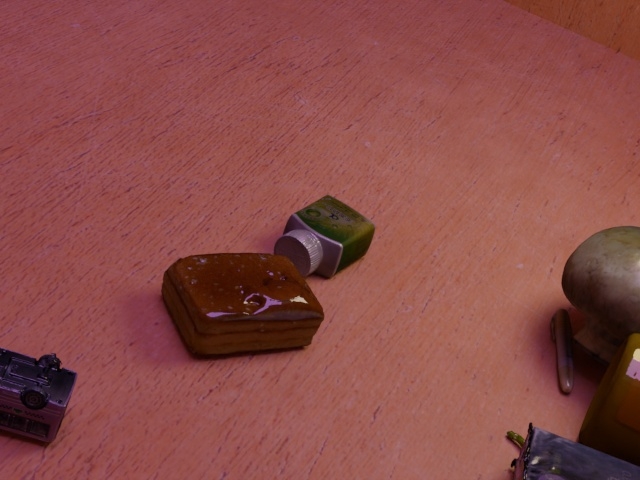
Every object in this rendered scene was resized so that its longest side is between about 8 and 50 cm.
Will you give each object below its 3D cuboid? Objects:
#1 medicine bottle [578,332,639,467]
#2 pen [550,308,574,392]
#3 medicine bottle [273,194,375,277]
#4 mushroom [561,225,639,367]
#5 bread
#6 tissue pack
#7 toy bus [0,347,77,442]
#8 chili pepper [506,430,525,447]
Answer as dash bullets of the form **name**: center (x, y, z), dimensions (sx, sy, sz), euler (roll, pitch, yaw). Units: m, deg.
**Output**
- **medicine bottle**: center (0.653, 0.330, 1.960), dimensions (0.384, 0.224, 0.224), euler (26, 35, 12)
- **pen**: center (0.459, 0.206, 2.214), dimensions (0.040, 0.032, 0.233), euler (1, 34, 9)
- **medicine bottle**: center (0.000, 0.000, 2.230), dimensions (0.132, 0.088, 0.188), euler (34, 37, 20)
- **mushroom**: center (0.606, 0.127, 2.183), dimensions (0.352, 0.260, 0.352), euler (35, 6, -4)
- **bread**: center (-0.135, 0.102, 2.005), dimensions (0.234, 0.110, 0.184), euler (-4, 40, -29)
- **tissue pack**: center (0.464, 0.451, 1.801), dimensions (0.361, 0.122, 0.259), euler (21, 31, 6)
- **toy bus**: center (-0.464, 0.216, 1.697), dimensions (0.199, 0.108, 0.096), euler (17, 30, -6)
- **chili pepper**: center (0.339, 0.353, 1.967), dimensions (0.030, 0.017, 0.083), euler (-18, 45, -14)
